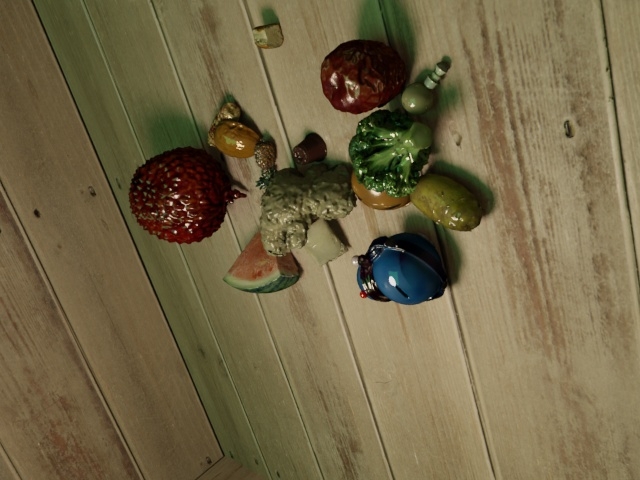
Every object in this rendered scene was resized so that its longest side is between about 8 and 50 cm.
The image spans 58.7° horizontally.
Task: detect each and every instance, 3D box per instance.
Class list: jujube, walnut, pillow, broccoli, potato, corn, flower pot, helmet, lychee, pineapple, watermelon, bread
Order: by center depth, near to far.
[{"bbox_3d":[0.122,-0.466,1.610,0.213,0.232,0.213,30,136,35],"label":"jujube"},{"bbox_3d":[0.216,-0.258,1.627,0.270,0.270,0.270,63,153,-6],"label":"broccoli"},{"bbox_3d":[0.367,-0.116,1.679,0.251,0.113,0.149,37,146,38],"label":"potato"},{"bbox_3d":[0.188,-0.178,1.818,0.224,0.130,0.198,32,138,29],"label":"helmet"},{"bbox_3d":[-0.177,-0.685,1.915,0.070,0.083,0.077,16,126,45],"label":"bread"},{"bbox_3d":[-0.047,-0.316,2.014,0.111,0.089,0.111,28,133,34],"label":"flower pot"},{"bbox_3d":[0.000,0.000,2.112,0.181,0.134,0.078,54,-174,-22],"label":"pillow"},{"bbox_3d":[-0.216,-0.298,2.219,0.103,0.083,0.221,13,125,24],"label":"pineapple"},{"bbox_3d":[-0.336,-0.381,2.232,0.211,0.087,0.167,15,142,14],"label":"walnut"},{"bbox_3d":[-0.398,-0.466,2.309,0.086,0.086,0.253,55,144,4],"label":"corn"},{"bbox_3d":[-0.252,0.112,2.410,0.283,0.250,0.293,-14,106,46],"label":"watermelon"},{"bbox_3d":[-0.564,-0.193,2.426,0.499,0.425,0.425,-7,117,3],"label":"lychee"}]

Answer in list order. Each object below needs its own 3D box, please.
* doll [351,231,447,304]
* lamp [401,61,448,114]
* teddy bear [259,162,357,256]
[{"bbox_3d":[0.259,0.097,1.850,0.284,0.240,0.310,41,146,-17],"label":"doll"},{"bbox_3d":[0.295,-0.426,1.578,0.091,0.091,0.163,47,125,14],"label":"lamp"},{"bbox_3d":[-0.033,-0.122,1.984,0.367,0.357,0.224,3,154,24],"label":"teddy bear"}]
